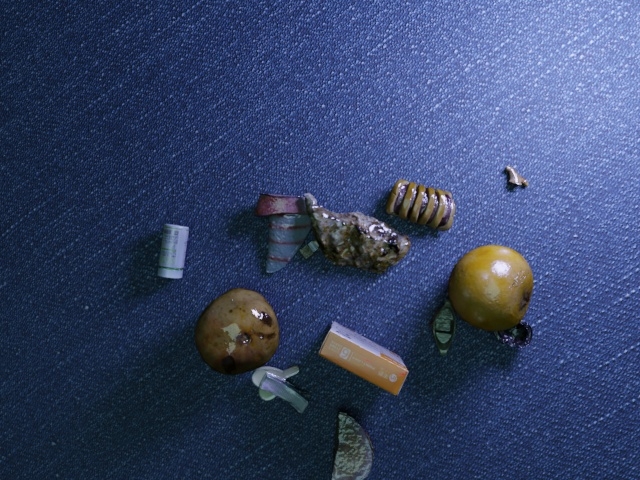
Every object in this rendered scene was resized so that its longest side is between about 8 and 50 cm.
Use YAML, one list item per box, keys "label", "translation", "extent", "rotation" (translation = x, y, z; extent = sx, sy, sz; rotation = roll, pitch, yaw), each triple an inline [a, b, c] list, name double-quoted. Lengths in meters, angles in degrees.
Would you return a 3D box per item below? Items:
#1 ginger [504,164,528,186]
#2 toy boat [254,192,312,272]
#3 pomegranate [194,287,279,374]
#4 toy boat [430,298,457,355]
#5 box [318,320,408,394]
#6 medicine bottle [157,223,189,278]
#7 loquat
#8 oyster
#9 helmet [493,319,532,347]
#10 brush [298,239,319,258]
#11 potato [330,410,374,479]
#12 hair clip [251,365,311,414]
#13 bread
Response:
- label: "ginger"
  translation: [0.639, -0.203, 1.378]
  extent: [0.097, 0.030, 0.048]
  rotation: [43, 67, 2]
- label: "toy boat"
  translation: [-0.131, -0.019, 1.446]
  extent: [0.206, 0.096, 0.283]
  rotation: [4, 100, -5]
- label: "pomegranate"
  translation: [-0.270, 0.293, 1.370]
  extent: [0.281, 0.281, 0.281]
  rotation: [0, 90, 6]
- label: "toy boat"
  translation: [0.409, 0.283, 1.383]
  extent: [0.089, 0.071, 0.185]
  rotation: [5, 91, 8]
- label: "box"
  translation: [0.135, 0.370, 1.342]
  extent: [0.273, 0.221, 0.091]
  rotation: [27, 89, 4]
- label: "medicine bottle"
  translation: [-0.520, 0.037, 1.480]
  extent: [0.086, 0.086, 0.184]
  rotation: [9, 91, 6]
- label: "loquat"
  translation: [0.520, 0.142, 1.278]
  extent: [0.262, 0.263, 0.263]
  rotation: [0, 90, 6]
- label: "oyster"
  translation: [0.095, 0.001, 1.400]
  extent: [0.395, 0.111, 0.204]
  rotation: [22, 97, -1]
- label: "helmet"
  translation: [0.618, 0.294, 1.360]
  extent: [0.123, 0.070, 0.098]
  rotation: [22, 86, 13]
- label: "brush"
  translation: [0.000, 0.000, 1.459]
  extent: [0.170, 0.014, 0.043]
  rotation: [-39, 87, 4]
- label: "potato"
  translation: [0.109, 0.693, 1.405]
  extent: [0.138, 0.098, 0.243]
  rotation: [7, 85, 3]
- label: "hair clip"
  translation: [-0.134, 0.500, 1.446]
  extent: [0.218, 0.071, 0.159]
  rotation: [29, 91, 0]
- label: "bread"
  translation: [0.335, -0.119, 1.386]
  extent: [0.225, 0.081, 0.134]
  rotation: [16, 91, 7]
